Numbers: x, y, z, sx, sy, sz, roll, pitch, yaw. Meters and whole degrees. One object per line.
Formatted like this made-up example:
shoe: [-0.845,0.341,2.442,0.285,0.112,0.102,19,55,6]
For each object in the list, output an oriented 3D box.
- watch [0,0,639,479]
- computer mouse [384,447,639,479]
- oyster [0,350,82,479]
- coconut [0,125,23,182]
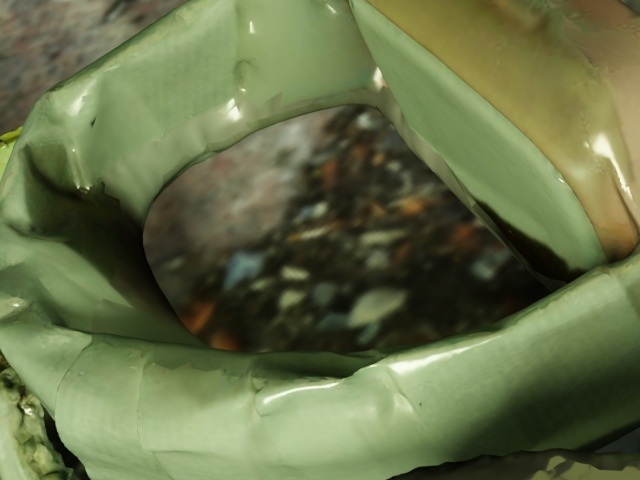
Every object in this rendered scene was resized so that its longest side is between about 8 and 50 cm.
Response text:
watch: [0.000,0.000,0.657,0.241,0.161,0.253,-38,48,-7]
computer mouse: [0.125,0.129,0.496,0.295,0.168,0.087,-2,58,17]
oyster: [-0.194,0.062,0.715,0.252,0.087,0.199,19,25,4]
coconut: [-0.175,-0.019,0.761,0.158,0.133,0.055,0,74,28]
